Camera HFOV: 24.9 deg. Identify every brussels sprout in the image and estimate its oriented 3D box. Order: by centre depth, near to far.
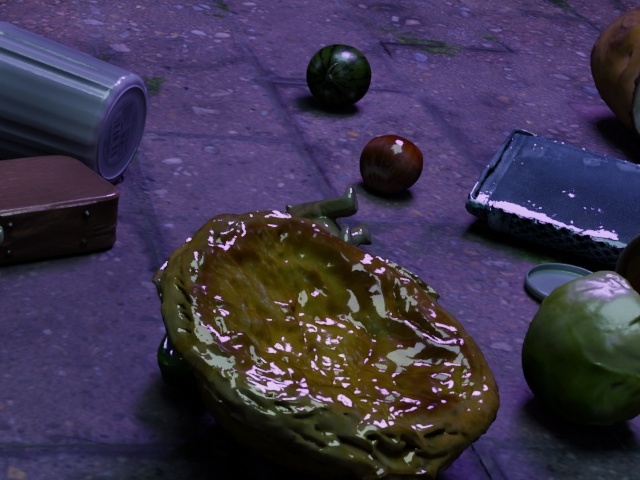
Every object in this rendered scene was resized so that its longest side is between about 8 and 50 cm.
[{"bbox_3d":[0.261,0.113,1.440,0.122,0.149,0.151,-15,-8,-15],"label":"brussels sprout"}]

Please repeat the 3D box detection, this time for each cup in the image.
[{"bbox_3d":[-0.323,-0.172,1.810,0.202,0.167,0.221,20,28,14],"label":"cup"}]

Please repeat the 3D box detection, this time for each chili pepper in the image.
[{"bbox_3d":[-0.084,0.086,1.458,0.100,0.074,0.257,23,32,20],"label":"chili pepper"}]

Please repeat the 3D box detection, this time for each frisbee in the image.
[{"bbox_3d":[0.295,0.057,1.718,0.110,0.014,0.110,9,25,-4],"label":"frisbee"}]

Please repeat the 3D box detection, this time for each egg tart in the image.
[{"bbox_3d":[-0.007,0.110,1.305,0.341,0.129,0.341,24,28,-14],"label":"egg tart"}]

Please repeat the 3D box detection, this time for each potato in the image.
[{"bbox_3d":[0.572,-0.262,2.254,0.289,0.301,0.237,36,1,-9],"label":"potato"}]

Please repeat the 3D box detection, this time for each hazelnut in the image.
[{"bbox_3d":[0.094,-0.098,1.914,0.086,0.086,0.086,8,25,-4],"label":"hazelnut"}]

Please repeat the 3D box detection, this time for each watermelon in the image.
[{"bbox_3d":[0.025,-0.246,2.175,0.109,0.109,0.109,8,25,-4],"label":"watermelon"}]

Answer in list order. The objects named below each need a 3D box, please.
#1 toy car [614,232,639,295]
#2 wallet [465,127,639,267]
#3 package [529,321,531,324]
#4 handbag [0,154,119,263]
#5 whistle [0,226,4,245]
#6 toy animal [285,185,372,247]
[{"bbox_3d":[0.424,0.045,1.575,0.235,0.235,0.145,25,28,31],"label":"toy car"},{"bbox_3d":[0.376,-0.032,1.876,0.342,0.075,0.237,19,32,14],"label":"wallet"},{"bbox_3d":[0.324,0.124,1.573,0.083,0.022,0.200,-10,30,-37],"label":"package"},{"bbox_3d":[-0.337,-0.037,1.625,0.193,0.072,0.151,-12,33,-35],"label":"handbag"},{"bbox_3d":[-0.375,0.043,1.393,0.131,0.106,0.288,-2,26,-9],"label":"whistle"},{"bbox_3d":[0.000,0.000,1.664,0.101,0.103,0.218,-12,28,9],"label":"toy animal"}]
